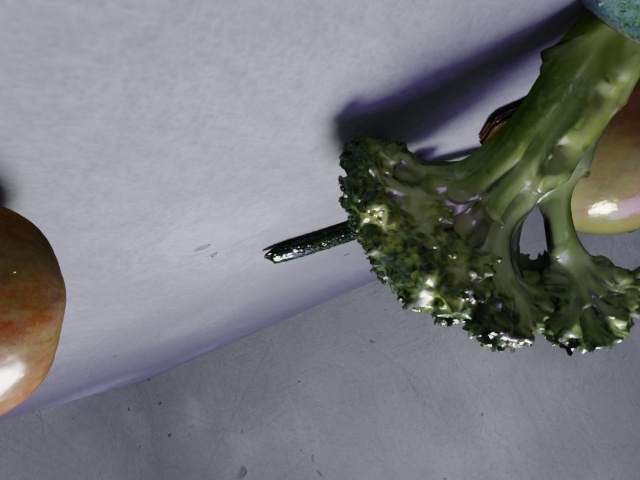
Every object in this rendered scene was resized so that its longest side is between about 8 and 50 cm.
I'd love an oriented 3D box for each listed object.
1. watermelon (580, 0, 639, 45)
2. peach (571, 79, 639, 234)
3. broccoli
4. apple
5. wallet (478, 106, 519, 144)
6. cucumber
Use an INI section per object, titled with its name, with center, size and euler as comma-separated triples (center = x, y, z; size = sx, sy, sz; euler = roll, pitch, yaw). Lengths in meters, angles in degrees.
[watermelon]
center = 0.406, -0.252, 0.296
size = 0.322, 0.175, 0.188
euler = -27, 167, 14
[peach]
center = 0.538, -0.152, 0.760
size = 0.292, 0.247, 0.292
euler = -31, 144, -26
[broccoli]
center = 0.195, -0.088, 0.505
size = 0.354, 0.396, 0.274
euler = 0, -160, -10
[apple]
center = -0.303, 0.055, 0.314
size = 0.188, 0.188, 0.174
euler = -32, 153, 34
[wallet]
center = 0.353, -0.215, 0.682
size = 0.176, 0.026, 0.095
euler = -23, 173, 4
[cucumber]
center = 0.000, 0.001, 0.906
size = 0.257, 0.043, 0.044
euler = -17, 161, -20
